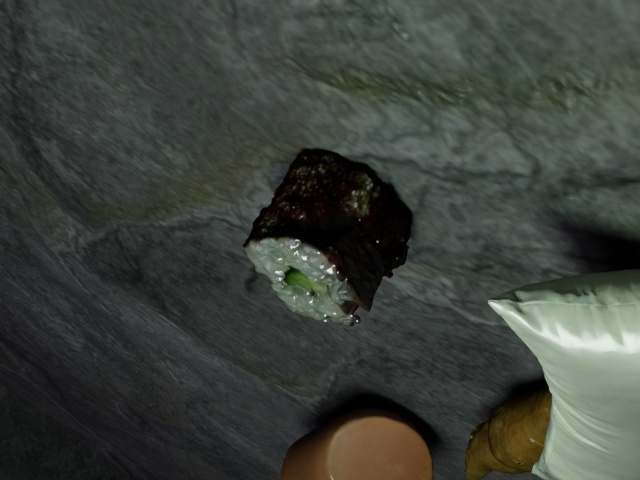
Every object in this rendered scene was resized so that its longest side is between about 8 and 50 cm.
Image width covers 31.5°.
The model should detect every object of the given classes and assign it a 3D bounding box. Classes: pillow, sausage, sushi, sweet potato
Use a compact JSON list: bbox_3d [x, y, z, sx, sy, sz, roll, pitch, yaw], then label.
[{"bbox_3d":[0.184,0.087,0.662,0.144,0.078,0.254,-1,149,16],"label":"pillow"},{"bbox_3d":[0.030,0.249,1.209,0.121,0.121,0.304,32,161,-1],"label":"sausage"},{"bbox_3d":[0.001,0.000,0.737,0.098,0.084,0.094,9,148,40],"label":"sushi"},{"bbox_3d":[0.165,0.144,0.865,0.067,0.067,0.274,32,154,-1],"label":"sweet potato"}]
